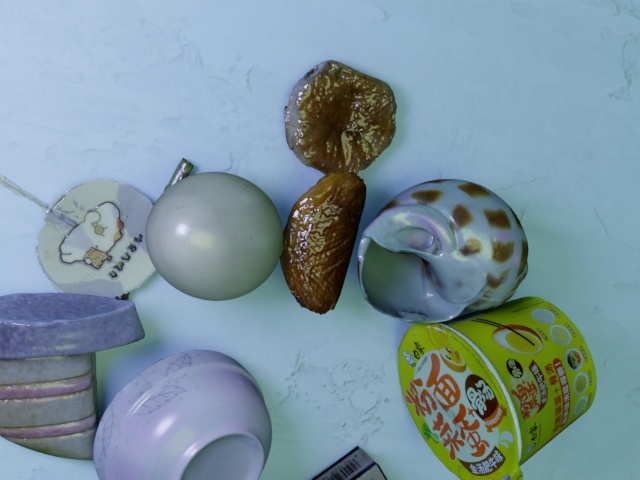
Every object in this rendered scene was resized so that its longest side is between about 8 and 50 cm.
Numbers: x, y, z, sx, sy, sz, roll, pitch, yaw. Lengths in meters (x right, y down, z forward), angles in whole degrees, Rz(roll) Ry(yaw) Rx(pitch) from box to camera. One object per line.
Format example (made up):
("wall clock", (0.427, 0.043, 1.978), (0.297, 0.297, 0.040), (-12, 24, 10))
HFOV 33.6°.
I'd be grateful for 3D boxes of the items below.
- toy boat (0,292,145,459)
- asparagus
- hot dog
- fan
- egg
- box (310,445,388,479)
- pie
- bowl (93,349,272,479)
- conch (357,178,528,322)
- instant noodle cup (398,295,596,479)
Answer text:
("toy boat", (-0.417, 0.198, 1.555), (0.276, 0.111, 0.293), (14, 109, -22))
("asparagus", (-0.256, -0.011, 1.607), (0.024, 0.025, 0.248), (20, 98, -58))
("hot dog", (0.003, 0.001, 1.652), (0.099, 0.160, 0.227), (12, 88, 17))
("fan", (-0.376, -0.033, 1.538), (0.329, 0.009, 0.191), (36, 91, -25))
("egg", (-0.156, -0.006, 1.538), (0.188, 0.253, 0.189), (0, 89, 18))
("box", (0.000, 0.529, 1.860), (0.310, 0.084, 0.198), (-34, 117, -12))
("pie", (0.032, -0.185, 1.674), (0.195, 0.046, 0.195), (-8, 110, -22))
("bowl", (-0.189, 0.324, 1.637), (0.287, 0.144, 0.287), (-19, 124, -31))
("conch", (0.213, 0.025, 1.737), (0.368, 0.197, 0.249), (27, 102, -21))
("instant noodle cup", (0.311, 0.243, 1.810), (0.221, 0.311, 0.311), (-22, 114, -28))
